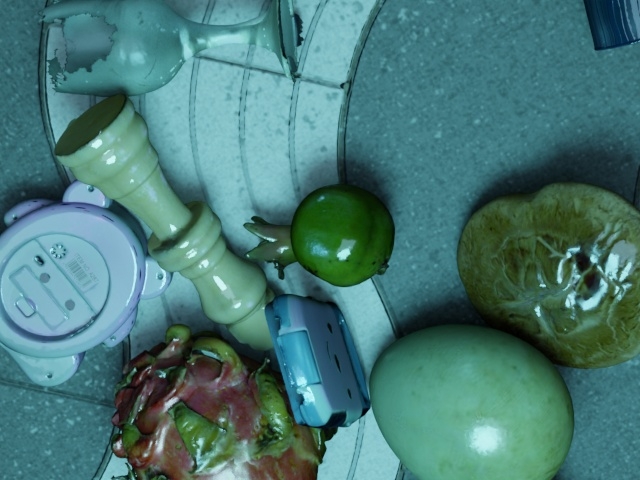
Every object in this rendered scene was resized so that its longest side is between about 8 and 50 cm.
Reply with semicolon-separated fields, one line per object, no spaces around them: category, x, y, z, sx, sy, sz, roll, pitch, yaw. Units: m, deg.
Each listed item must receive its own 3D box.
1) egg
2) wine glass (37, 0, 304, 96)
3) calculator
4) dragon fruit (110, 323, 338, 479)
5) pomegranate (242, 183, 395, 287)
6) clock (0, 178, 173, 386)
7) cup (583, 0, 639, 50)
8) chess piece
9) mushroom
egg;0.181;0.211;1.550;0.218;0.295;0.218;-21;122;-38
wine glass;-0.183;-0.249;1.511;0.321;0.143;0.143;-6;103;4
calculator;0.001;0.153;1.527;0.051;0.293;0.173;-20;79;12
dragon fruit;-0.134;0.245;1.575;0.269;0.250;0.291;-30;87;4
pomegranate;0.000;0.000;1.556;0.191;0.152;0.131;-9;80;9
clock;-0.338;0.048;1.608;0.248;0.090;0.227;-36;100;7
cup;0.384;-0.321;1.505;0.113;0.150;0.138;-9;104;39
chess piece;-0.169;-0.003;1.550;0.117;0.117;0.397;-34;117;9
mushroom;0.308;0.043;1.543;0.278;0.146;0.278;17;126;26
